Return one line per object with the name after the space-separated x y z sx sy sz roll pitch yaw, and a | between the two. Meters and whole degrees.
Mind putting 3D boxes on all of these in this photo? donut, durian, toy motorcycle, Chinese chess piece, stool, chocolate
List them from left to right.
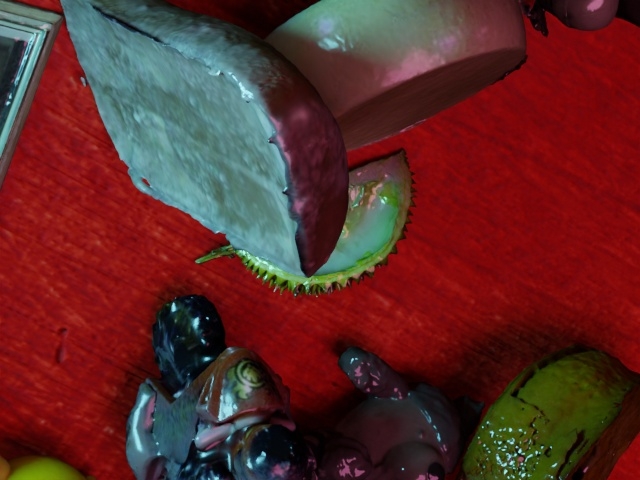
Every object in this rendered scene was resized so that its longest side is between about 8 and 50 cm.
-0.082 -0.102 1.483 0.100 0.303 0.185 -36 128 -23 | chocolate
-0.079 0.257 1.695 0.134 0.207 0.401 -8 107 -35 | toy motorcycle
0.000 0.000 1.729 0.215 0.086 0.100 -29 93 -12 | durian
0.057 -0.149 1.572 0.238 0.238 0.092 -21 81 -13 | Chinese chess piece
0.220 0.209 1.876 0.272 0.107 0.272 -45 159 -22 | donut
0.283 -0.234 1.687 0.217 0.121 0.125 -21 127 -20 | stool

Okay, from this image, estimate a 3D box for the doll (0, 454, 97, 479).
-0.242 0.304 1.728 0.363 0.145 0.199 53 55 -40 | doll

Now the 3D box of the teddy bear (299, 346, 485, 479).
0.039 0.200 1.810 0.251 0.144 0.171 -39 116 -4 | teddy bear

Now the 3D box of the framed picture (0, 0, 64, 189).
-0.354 -0.073 1.535 0.232 0.019 0.296 11 113 -30 | framed picture
